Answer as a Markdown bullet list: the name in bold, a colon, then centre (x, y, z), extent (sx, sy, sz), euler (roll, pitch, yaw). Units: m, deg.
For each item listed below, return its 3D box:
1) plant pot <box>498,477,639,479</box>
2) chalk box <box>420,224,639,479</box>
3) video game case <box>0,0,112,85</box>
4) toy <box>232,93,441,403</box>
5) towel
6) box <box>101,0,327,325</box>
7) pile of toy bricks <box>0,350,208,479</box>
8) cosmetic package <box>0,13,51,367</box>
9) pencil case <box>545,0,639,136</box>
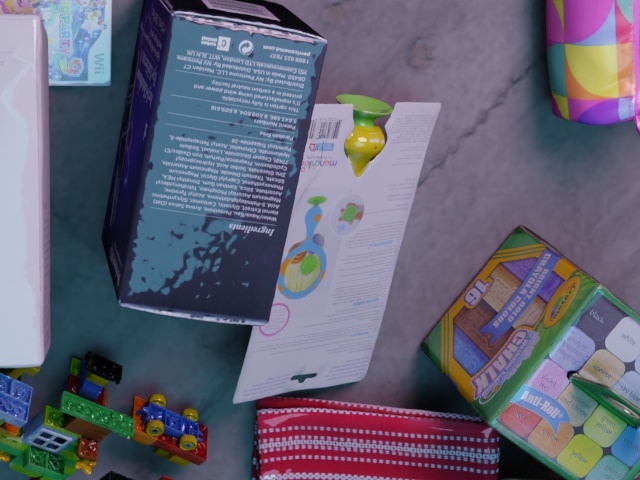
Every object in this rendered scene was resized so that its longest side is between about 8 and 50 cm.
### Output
- **plant pot**: centre (0.285, 0.299, 1.254), extent (0.274, 0.256, 0.256), euler (-5, 108, -26)
- **chalk box**: centre (0.190, 0.100, 1.168), extent (0.132, 0.213, 0.132), euler (37, 96, -20)
- **video game case**: centre (-0.210, -0.153, 1.106), extent (0.122, 0.011, 0.087), euler (-1, 107, -13)
- **toy**: centre (0.000, 0.000, 1.166), extent (0.137, 0.056, 0.237), euler (-5, 121, -41)
- **towel**: centre (0.038, 0.263, 1.245), extent (0.199, 0.031, 0.275), euler (5, 106, 8)
- **box**: centre (-0.080, -0.064, 1.088), extent (0.108, 0.153, 0.207), euler (9, 104, -15)
- **pile of toy bricks**: centre (-0.194, 0.154, 1.166), extent (0.212, 0.118, 0.105), euler (29, 131, -28)
- **cosmetic package**: centre (-0.293, -0.033, 1.025), extent (0.224, 0.138, 0.224), euler (0, 93, -8)
- **pencil case**: centre (0.214, -0.198, 1.145), extent (0.104, 0.104, 0.236), euler (-12, 108, -9)
